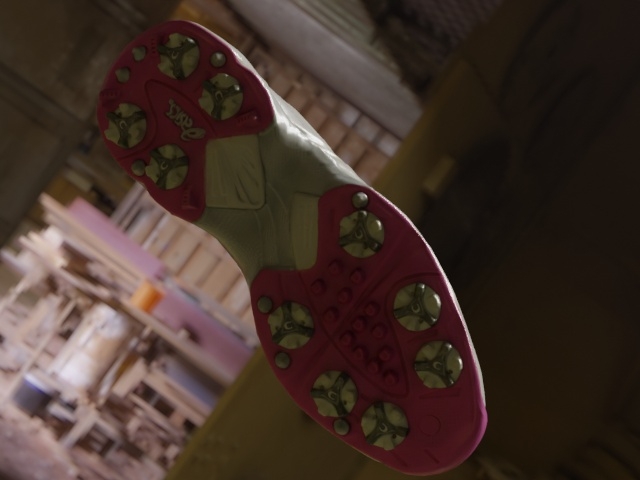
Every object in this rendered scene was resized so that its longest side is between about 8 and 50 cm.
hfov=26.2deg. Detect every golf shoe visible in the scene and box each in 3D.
[{"bbox_3d":[0.000,0.000,0.806,0.306,0.115,0.140,54,13,14],"label":"golf shoe"}]
